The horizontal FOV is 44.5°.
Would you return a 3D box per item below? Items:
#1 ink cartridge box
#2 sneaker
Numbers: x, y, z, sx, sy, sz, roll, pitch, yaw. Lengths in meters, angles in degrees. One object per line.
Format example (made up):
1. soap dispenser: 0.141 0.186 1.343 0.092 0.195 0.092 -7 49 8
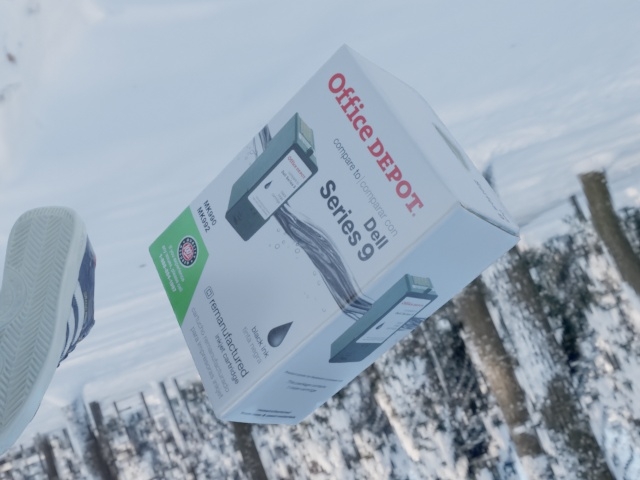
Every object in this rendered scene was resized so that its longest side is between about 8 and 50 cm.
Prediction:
1. ink cartridge box: 0.000 0.000 0.719 0.289 0.211 0.121 -44 145 20
2. sneaker: -0.362 0.129 1.008 0.131 0.350 0.148 5 145 10
